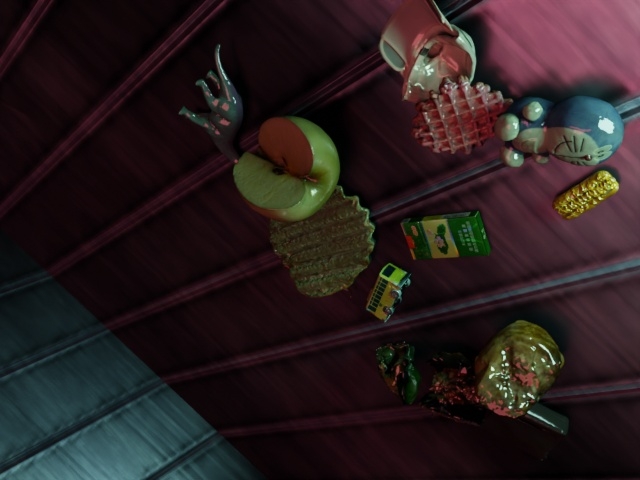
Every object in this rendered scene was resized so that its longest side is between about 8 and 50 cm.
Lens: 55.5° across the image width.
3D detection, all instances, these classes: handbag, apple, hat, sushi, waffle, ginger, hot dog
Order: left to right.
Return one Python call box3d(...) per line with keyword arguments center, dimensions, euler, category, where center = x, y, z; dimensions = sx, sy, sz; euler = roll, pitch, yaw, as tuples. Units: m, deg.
box3d(center=(-0.084, -0.200, 1.747), dimensions=(0.258, 0.233, 0.295), euler=(30, 96, 40), category="apple")
box3d(center=(0.259, -0.462, 1.439), dimensions=(0.219, 0.164, 0.226), euler=(-38, 58, 49), category="hat")
box3d(center=(0.333, -0.292, 1.470), dimensions=(0.221, 0.055, 0.234), euler=(16, 143, -18), category="waffle")
box3d(center=(0.441, 0.471, 1.945), dimensions=(0.238, 0.219, 0.225), euler=(6, 168, 13), category="sushi")
box3d(center=(0.554, 0.359, 1.733), dimensions=(0.200, 0.223, 0.269), euler=(41, 98, 15), category="ginger")
box3d(center=(0.650, 0.587, 1.961), dimensions=(0.247, 0.080, 0.223), euler=(26, 141, 13), category="handbag")
box3d(center=(0.637, -0.108, 1.460), dimensions=(0.071, 0.045, 0.165), euler=(47, 137, -2), category="hot dog")

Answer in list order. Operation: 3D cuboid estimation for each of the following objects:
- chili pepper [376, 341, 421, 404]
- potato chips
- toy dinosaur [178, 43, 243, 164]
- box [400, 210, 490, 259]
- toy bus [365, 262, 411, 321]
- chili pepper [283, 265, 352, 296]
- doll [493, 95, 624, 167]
box3d(center=(0.270, 0.433, 2.027), dimensions=(0.264, 0.116, 0.148), euler=(-138, 42, -69), category="chili pepper")
box3d(center=(0.000, 0.000, 1.956), dimensions=(0.429, 0.070, 0.358), euler=(-20, 100, 39), category="potato chips")
box3d(center=(-0.250, -0.359, 1.867), dimensions=(0.331, 0.129, 0.383), euler=(35, 135, -8), category="toy dinosaur")
box3d(center=(0.355, -0.011, 1.737), dimensions=(0.235, 0.034, 0.132), euler=(-4, 120, 37), category="box")
box3d(center=(0.212, 0.166, 1.934), dimensions=(0.101, 0.088, 0.175), euler=(30, 132, 14), category="toy bus")
box3d(center=(-0.005, 0.131, 2.082), dimensions=(0.268, 0.050, 0.059), euler=(20, 112, 23), category="chili pepper")
box3d(center=(0.534, -0.240, 1.362), dimensions=(0.258, 0.154, 0.228), euler=(20, 165, 31), category="doll")
